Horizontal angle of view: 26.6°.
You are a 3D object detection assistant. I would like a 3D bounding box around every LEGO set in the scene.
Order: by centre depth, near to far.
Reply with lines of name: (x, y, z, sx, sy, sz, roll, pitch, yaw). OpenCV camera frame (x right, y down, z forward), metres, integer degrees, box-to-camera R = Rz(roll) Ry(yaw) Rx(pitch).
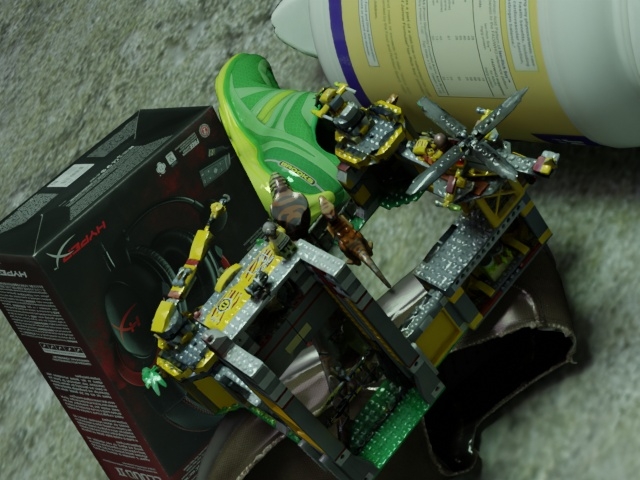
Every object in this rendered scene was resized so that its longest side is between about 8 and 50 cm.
LEGO set: (0.000, 0.000, 0.973, 0.331, 0.192, 0.255, -44, 43, -6)

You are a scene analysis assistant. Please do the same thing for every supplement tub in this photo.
supplement tub: (0.181, -0.197, 1.086, 0.331, 0.241, 0.241, 8, 66, 42)

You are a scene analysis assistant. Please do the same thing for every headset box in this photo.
headset box: (-0.130, 0.064, 1.164, 0.110, 0.293, 0.218, 3, 38, 46)

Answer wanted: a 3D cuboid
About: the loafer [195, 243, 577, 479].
loafer: (0.048, 0.137, 1.049, 0.366, 0.134, 0.130, -45, 38, 9)

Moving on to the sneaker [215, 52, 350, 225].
sneaker: (-0.029, -0.104, 1.384, 0.123, 0.109, 0.295, -23, 38, 0)

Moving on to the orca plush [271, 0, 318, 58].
orca plush: (0.090, -0.254, 1.366, 0.287, 0.151, 0.102, -22, 15, 38)
